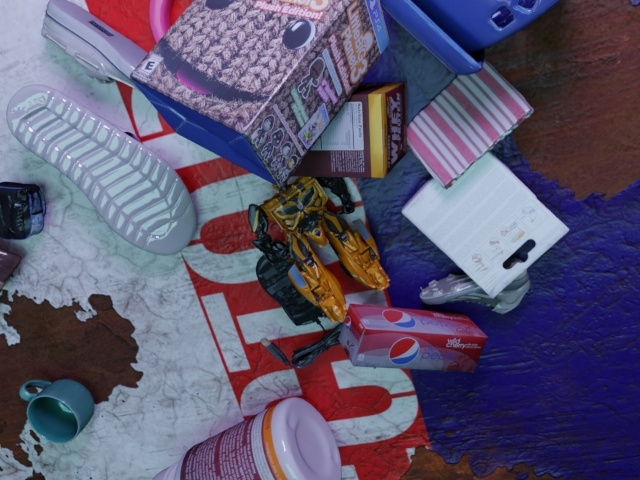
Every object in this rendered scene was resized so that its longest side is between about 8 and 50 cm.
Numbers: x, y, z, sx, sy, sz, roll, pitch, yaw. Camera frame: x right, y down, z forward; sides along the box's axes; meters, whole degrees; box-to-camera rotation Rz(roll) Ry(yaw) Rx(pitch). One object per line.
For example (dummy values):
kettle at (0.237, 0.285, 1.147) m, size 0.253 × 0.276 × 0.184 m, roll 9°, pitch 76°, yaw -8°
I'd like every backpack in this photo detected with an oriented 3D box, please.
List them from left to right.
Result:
backpack at (-0.623, -0.062, 1.282) m, size 0.105 × 0.084 × 0.114 m, roll 5°, pitch 106°, yaw 10°

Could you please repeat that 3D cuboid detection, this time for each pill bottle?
pill bottle at (-0.170, 0.517, 1.339) m, size 0.392 × 0.224 × 0.224 m, roll -31°, pitch 102°, yaw 19°

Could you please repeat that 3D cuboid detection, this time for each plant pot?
plant pot at (0.220, -0.395, 0.928) m, size 0.236 × 0.236 × 0.212 m, roll 40°, pitch 119°, yaw -6°

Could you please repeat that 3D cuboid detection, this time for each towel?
towel at (0.247, -0.202, 1.065) m, size 0.197 × 0.029 × 0.144 m, roll -43°, pitch 62°, yaw 21°

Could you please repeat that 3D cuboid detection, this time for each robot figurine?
robot figurine at (0.000, 0.000, 1.160) m, size 0.211 × 0.085 × 0.291 m, roll -37°, pitch 107°, yaw -9°

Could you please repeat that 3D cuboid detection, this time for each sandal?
sandal at (-0.402, -0.146, 1.206) m, size 0.169 × 0.102 × 0.416 m, roll -42°, pitch 108°, yaw 6°

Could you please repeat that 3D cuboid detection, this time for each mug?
mug at (-0.600, 0.377, 1.435) m, size 0.129 × 0.097 × 0.158 m, roll -16°, pitch 106°, yaw 16°

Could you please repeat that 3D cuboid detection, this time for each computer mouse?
computer mouse at (-0.064, 0.139, 1.264) m, size 0.184 × 0.060 × 0.262 m, roll -38°, pitch 110°, yaw 10°

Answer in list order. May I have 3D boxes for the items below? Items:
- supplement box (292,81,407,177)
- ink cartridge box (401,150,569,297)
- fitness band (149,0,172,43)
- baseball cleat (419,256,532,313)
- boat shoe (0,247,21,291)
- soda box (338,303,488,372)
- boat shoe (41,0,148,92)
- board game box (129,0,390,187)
supplement box at (0.033, -0.190, 1.042) m, size 0.194 × 0.191 × 0.129 m, roll 3°, pitch 110°, yaw 18°
ink cartridge box at (0.291, -0.042, 1.119) m, size 0.232 × 0.066 × 0.189 m, roll 42°, pitch 111°, yaw -1°
fitness band at (-0.167, -0.416, 1.082) m, size 0.291 × 0.054 × 0.209 m, roll -33°, pitch 101°, yaw 19°
baseball cleat at (0.298, 0.105, 1.180) m, size 0.206 × 0.072 × 0.109 m, roll -19°, pitch 112°, yaw 20°
boat shoe at (-0.800, -0.026, 1.328) m, size 0.342 × 0.123 × 0.123 m, roll 35°, pitch 83°, yaw 2°
soda box at (0.175, 0.185, 1.164) m, size 0.263 × 0.092 × 0.083 m, roll 7°, pitch 112°, yaw -22°
boat shoe at (-0.399, -0.334, 1.136) m, size 0.267 × 0.096 × 0.088 m, roll 35°, pitch 116°, yaw -2°
board game box at (-0.081, -0.265, 0.903) m, size 0.232 × 0.141 × 0.291 m, roll 29°, pitch 76°, yaw 27°
